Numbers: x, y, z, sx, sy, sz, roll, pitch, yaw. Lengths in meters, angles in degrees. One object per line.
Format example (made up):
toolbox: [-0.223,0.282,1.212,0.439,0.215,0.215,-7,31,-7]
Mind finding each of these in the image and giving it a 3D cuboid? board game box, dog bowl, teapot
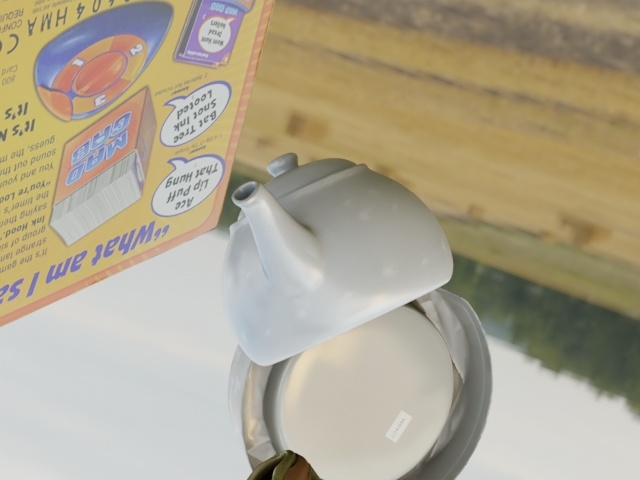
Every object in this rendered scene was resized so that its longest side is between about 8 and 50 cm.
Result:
board game box: [-0.276,-0.180,1.206,0.356,0.356,0.356,39,-137,26]
dog bowl: [0.042,0.186,2.310,0.349,0.348,0.102,20,-175,-29]
teapot: [0.000,0.000,1.858,0.253,0.187,0.256,-24,177,-29]

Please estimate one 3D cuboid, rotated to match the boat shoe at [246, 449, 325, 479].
boat shoe: [-0.106,0.306,1.605,0.111,0.307,0.104,-7,120,52]
